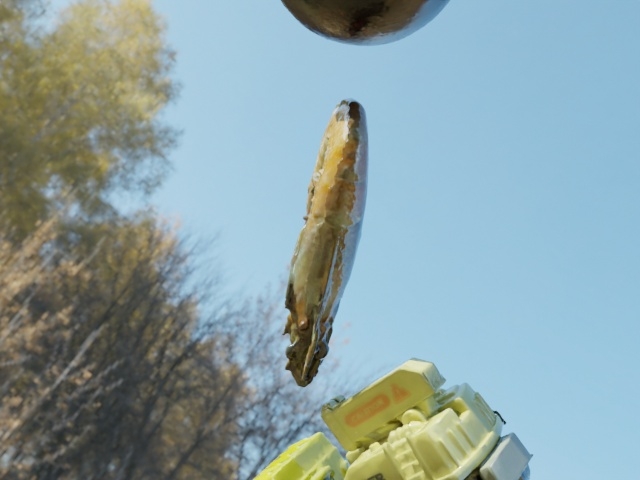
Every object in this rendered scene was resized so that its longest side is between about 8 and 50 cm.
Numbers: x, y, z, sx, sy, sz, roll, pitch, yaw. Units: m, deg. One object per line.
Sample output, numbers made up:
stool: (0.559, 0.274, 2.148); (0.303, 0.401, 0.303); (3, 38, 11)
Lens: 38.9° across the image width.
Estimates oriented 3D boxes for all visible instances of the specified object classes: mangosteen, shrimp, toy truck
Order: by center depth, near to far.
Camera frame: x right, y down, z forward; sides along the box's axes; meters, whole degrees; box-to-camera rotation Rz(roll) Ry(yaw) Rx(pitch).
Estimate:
mangosteen: (0.030, -0.262, 0.758); (0.210, 0.210, 0.210); (28, -27, 16)
toy truck: (0.040, 0.207, 0.776); (0.272, 0.124, 0.157); (-36, -94, 36)
shrimp: (0.002, 0.000, 0.788); (0.052, 0.251, 0.143); (16, -3, -10)
